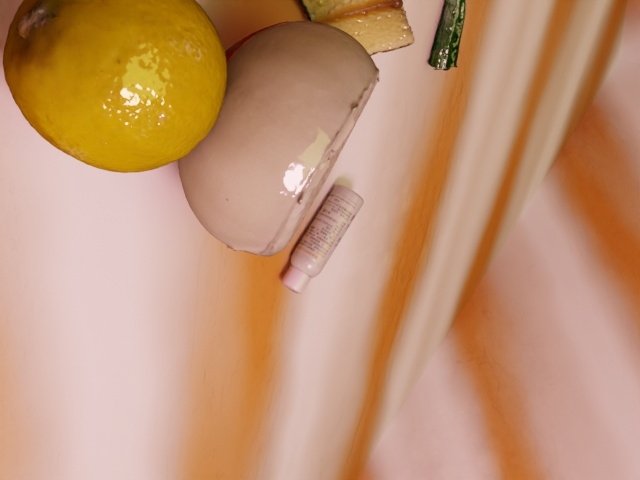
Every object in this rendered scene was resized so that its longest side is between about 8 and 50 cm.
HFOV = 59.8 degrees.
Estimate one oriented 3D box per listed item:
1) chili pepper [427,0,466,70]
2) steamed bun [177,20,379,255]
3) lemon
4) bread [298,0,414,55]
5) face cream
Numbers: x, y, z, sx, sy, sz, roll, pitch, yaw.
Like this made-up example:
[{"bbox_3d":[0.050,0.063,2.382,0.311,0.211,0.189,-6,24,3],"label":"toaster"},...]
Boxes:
[{"bbox_3d":[0.317,-0.539,1.366,0.088,0.059,0.227,-24,130,-39],"label":"chili pepper"},{"bbox_3d":[-0.081,-0.170,0.867,0.374,0.241,0.374,-58,-179,2],"label":"steamed bun"},{"bbox_3d":[-0.243,-0.204,0.645,0.240,0.240,0.219,-63,157,1],"label":"lemon"},{"bbox_3d":[0.057,-0.441,1.020,0.178,0.141,0.266,-23,151,13],"label":"bread"},{"bbox_3d":[0.000,0.000,1.294,0.269,0.082,0.082,-57,148,-6],"label":"face cream"}]
